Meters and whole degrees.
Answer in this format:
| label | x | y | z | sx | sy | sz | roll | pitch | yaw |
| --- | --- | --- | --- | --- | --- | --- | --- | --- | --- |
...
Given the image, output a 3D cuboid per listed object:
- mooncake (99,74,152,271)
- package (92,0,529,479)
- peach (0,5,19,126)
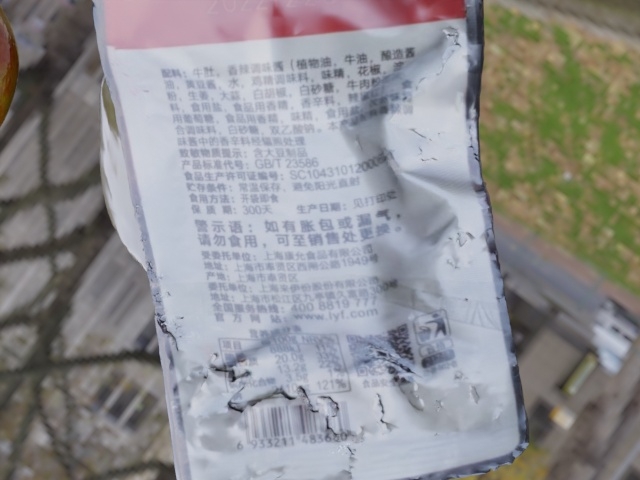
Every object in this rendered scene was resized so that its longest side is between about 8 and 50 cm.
| label | x | y | z | sx | sy | sz | roll | pitch | yaw |
| --- | --- | --- | --- | --- | --- | --- | --- | --- | --- |
| mooncake | -0.028 | -0.082 | 1.302 | 0.284 | 0.284 | 0.155 | 37 | 142 | 28 |
| package | 0.000 | 0.000 | 0.690 | 0.030 | 0.154 | 0.239 | -85 | -12 | -63 |
| peach | -0.232 | -0.095 | 0.951 | 0.151 | 0.151 | 0.118 | 37 | -176 | -37 |
